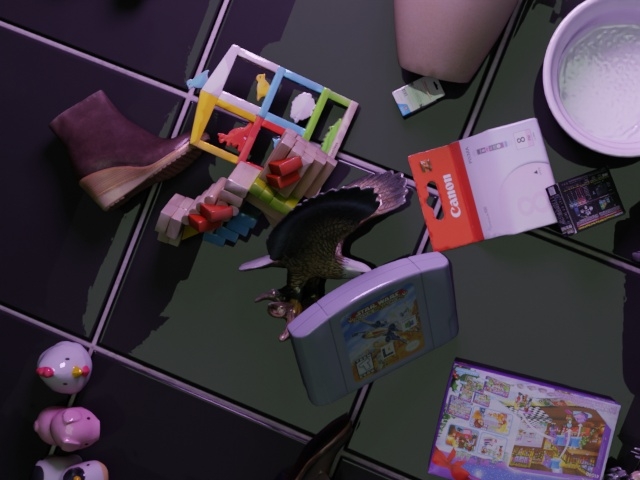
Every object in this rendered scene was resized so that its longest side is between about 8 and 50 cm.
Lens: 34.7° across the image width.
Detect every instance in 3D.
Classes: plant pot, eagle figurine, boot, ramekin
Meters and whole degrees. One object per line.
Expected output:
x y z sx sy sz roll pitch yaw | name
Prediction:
0.226 -0.415 1.731 0.256 0.256 0.274 15 107 7 | plant pot
0.011 0.003 1.758 0.225 0.226 0.298 10 111 -26 | eagle figurine
-0.349 -0.194 1.865 0.248 0.090 0.207 -32 80 -1 | boot
0.511 -0.273 1.730 0.277 0.135 0.277 0 90 8 | ramekin
0.005 0.420 1.831 0.106 0.082 0.219 43 97 -11 | boot

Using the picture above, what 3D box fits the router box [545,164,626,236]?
0.455 -0.067 1.756 0.122 0.038 0.092 -18 86 -26 | router box

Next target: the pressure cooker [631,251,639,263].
0.708 0.089 1.591 0.370 0.375 0.420 0 89 -36 | pressure cooker

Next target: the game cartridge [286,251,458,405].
0.094 0.142 1.726 0.297 0.198 0.062 -26 43 -14 | game cartridge

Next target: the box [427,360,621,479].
0.351 0.343 1.785 0.293 0.057 0.201 14 91 7 | box

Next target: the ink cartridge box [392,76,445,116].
0.175 -0.259 1.826 0.083 0.028 0.048 -25 87 7 | ink cartridge box

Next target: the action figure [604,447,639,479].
0.552 0.473 1.743 0.185 0.099 0.285 31 90 14 | action figure

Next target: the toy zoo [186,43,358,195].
-0.103 -0.218 1.819 0.293 0.030 0.192 23 92 -10 | toy zoo

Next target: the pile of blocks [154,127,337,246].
-0.140 -0.052 1.780 0.362 0.112 0.149 -27 108 25 | pile of blocks

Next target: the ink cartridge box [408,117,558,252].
0.290 -0.094 1.799 0.232 0.066 0.189 -15 88 3 | ink cartridge box

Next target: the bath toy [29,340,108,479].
-0.461 0.359 1.855 0.151 0.129 0.348 -1 89 8 | bath toy
